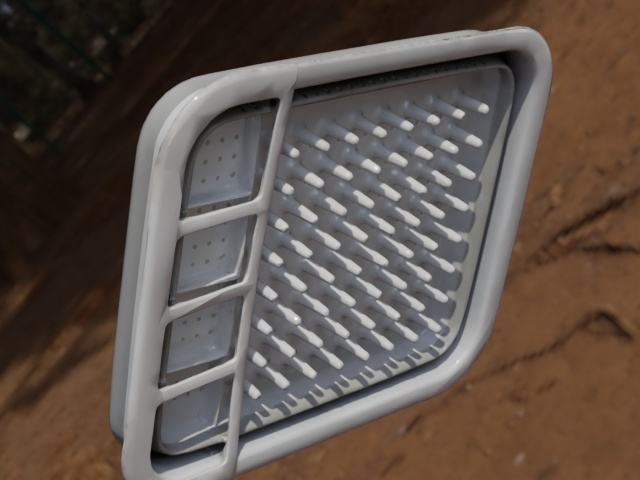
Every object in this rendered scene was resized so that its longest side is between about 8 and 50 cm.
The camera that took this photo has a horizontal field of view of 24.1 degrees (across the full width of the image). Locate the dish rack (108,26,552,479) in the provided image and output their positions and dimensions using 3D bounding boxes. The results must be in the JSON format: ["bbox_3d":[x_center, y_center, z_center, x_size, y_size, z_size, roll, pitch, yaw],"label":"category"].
[{"bbox_3d":[0.000,0.000,0.960,0.332,0.072,0.286,-15,-55,-40],"label":"dish rack"}]
